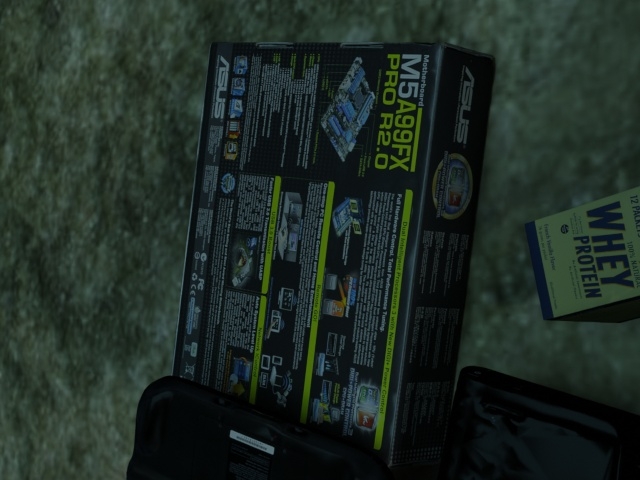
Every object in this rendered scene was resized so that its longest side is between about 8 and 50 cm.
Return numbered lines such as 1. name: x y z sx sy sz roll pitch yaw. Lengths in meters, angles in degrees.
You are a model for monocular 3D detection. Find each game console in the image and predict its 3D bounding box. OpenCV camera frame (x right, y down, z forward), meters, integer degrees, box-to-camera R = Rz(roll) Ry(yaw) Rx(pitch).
1. game console: 0.027 0.163 0.734 0.361 0.044 0.213 16 98 30

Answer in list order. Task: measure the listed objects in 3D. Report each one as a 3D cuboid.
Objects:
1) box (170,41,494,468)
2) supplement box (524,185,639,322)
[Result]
1. box: 0.000 0.000 0.836 0.216 0.060 0.270 8 92 42
2. supplement box: 0.172 0.009 0.662 0.083 0.083 0.056 -20 73 39
